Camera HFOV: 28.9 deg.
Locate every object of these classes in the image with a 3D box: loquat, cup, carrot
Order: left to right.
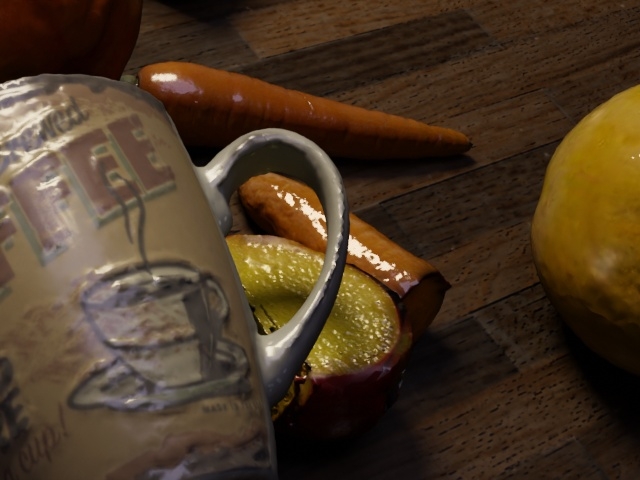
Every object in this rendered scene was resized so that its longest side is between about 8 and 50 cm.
[{"bbox_3d":[-0.103,0.053,0.747,0.301,0.227,0.257,-25,66,-14],"label":"cup"},{"bbox_3d":[-0.023,-0.096,1.035,0.336,0.069,0.069,9,47,-21],"label":"carrot"},{"bbox_3d":[0.000,0.000,0.947,0.205,0.072,0.072,37,48,22],"label":"carrot"},{"bbox_3d":[0.280,-0.003,0.933,0.244,0.244,0.244,10,47,-11],"label":"loquat"}]

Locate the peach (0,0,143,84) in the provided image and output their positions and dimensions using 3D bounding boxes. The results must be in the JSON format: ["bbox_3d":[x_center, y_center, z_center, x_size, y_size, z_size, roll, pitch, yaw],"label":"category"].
[{"bbox_3d":[-0.277,-0.176,0.828,0.301,0.343,0.343,27,45,21],"label":"peach"}]

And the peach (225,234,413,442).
[{"bbox_3d":[-0.018,0.071,0.857,0.172,0.092,0.127,29,42,22],"label":"peach"}]
